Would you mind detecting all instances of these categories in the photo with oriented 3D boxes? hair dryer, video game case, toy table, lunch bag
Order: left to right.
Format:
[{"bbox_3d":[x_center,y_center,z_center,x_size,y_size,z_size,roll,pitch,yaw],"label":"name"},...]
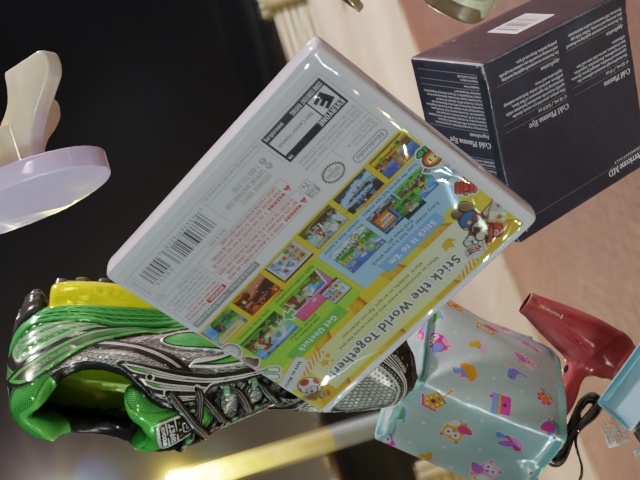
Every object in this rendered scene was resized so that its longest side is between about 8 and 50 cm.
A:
[{"bbox_3d":[-0.398,-0.113,1.430,0.252,0.274,0.160,10,-120,-71],"label":"toy table"},{"bbox_3d":[0.000,0.000,0.804,0.206,0.227,0.026,35,-157,-23],"label":"video game case"},{"bbox_3d":[0.210,0.192,1.562,0.262,0.223,0.160,-72,7,-57],"label":"lunch bag"},{"bbox_3d":[0.375,0.206,1.682,0.080,0.224,0.293,124,128,-64],"label":"hair dryer"}]

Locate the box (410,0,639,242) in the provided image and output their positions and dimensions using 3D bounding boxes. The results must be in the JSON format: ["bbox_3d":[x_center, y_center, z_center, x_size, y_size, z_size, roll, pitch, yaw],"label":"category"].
[{"bbox_3d":[0.360,-0.217,1.935,0.179,0.343,0.312,17,129,52],"label":"box"}]

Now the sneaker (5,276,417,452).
[{"bbox_3d":[-0.090,0.122,0.957,0.146,0.344,0.134,-92,0,-51],"label":"sneaker"}]

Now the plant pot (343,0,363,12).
[{"bbox_3d":[0.022,-0.545,1.614,0.334,0.305,0.334,38,-172,-6],"label":"plant pot"}]

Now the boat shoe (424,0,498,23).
[{"bbox_3d":[0.126,-0.222,0.836,0.190,0.068,0.072,-68,1,-56],"label":"boat shoe"}]

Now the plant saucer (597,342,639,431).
[{"bbox_3d":[0.446,0.160,1.518,0.018,0.192,0.067,17,-160,-43],"label":"plant saucer"}]
